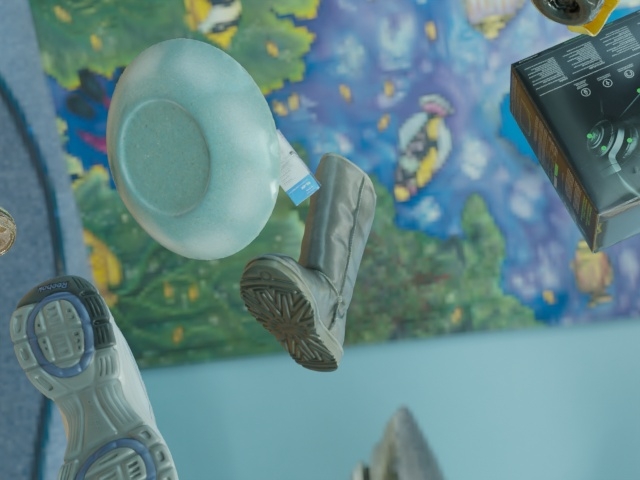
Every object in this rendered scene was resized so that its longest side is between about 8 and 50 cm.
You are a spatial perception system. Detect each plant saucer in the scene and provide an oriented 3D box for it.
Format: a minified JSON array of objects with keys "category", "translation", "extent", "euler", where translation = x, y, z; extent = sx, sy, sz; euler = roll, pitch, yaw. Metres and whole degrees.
[{"category":"plant saucer","translation":[-0.123,-0.074,1.118],"extent":[0.037,0.195,0.195],"euler":[-21,105,-52]}]

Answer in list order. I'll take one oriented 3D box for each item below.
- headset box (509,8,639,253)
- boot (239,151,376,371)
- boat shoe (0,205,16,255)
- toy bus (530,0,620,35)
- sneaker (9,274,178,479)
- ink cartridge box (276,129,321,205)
[{"category":"headset box","translation":[0.431,-0.151,1.801],"extent":[0.131,0.246,0.283],"euler":[74,-9,-64]},{"category":"boot","translation":[-0.002,-0.001,1.270],"extent":[0.189,0.076,0.208],"euler":[65,37,-52]},{"category":"boat shoe","translation":[-0.544,0.004,1.804],"extent":[0.307,0.104,0.110],"euler":[1,121,-47]},{"category":"toy bus","translation":[0.171,-0.306,1.203],"extent":[0.149,0.211,0.220],"euler":[-64,143,-24]},{"category":"sneaker","translation":[-0.177,0.175,1.145],"extent":[0.129,0.111,0.297],"euler":[60,12,-68]},{"category":"ink cartridge box","translation":[-0.036,-0.074,1.184],"extent":[0.083,0.028,0.048],"euler":[52,5,-3]}]
